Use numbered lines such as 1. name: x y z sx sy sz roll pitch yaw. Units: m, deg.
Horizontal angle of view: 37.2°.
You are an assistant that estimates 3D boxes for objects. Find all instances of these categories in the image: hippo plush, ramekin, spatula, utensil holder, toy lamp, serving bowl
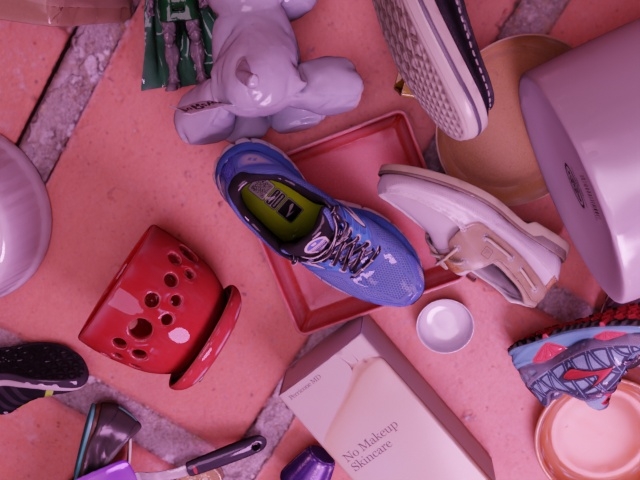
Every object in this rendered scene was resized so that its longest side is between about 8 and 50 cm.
1. hippo plush: -0.106 -0.262 1.212 0.234 0.294 0.237 -16 84 34
2. ramekin: -0.537 -0.024 1.348 0.277 0.135 0.277 1 105 4
3. spatula: -0.223 0.348 1.434 0.296 0.030 0.084 -16 113 -3
4. utensil holder: 0.471 -0.136 1.126 0.385 0.327 0.328 -23 102 6
5. toy lamp: -0.065 0.432 1.458 0.080 0.080 0.275 29 104 -3
6. serving bowl: 0.181 0.121 1.383 0.083 0.027 0.083 1 104 4

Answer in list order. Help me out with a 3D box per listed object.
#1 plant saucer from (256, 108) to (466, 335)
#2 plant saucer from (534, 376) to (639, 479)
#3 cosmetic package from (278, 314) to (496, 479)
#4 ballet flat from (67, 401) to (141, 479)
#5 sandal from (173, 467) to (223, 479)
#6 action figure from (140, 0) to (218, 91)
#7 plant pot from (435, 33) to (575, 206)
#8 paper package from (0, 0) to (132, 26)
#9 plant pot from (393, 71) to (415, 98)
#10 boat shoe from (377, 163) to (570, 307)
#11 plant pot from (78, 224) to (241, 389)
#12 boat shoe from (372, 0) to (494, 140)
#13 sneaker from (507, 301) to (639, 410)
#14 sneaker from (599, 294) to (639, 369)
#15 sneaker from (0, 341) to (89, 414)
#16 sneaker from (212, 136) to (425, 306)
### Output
1. plant saucer: 0.042 -0.025 1.347 0.259 0.048 0.258 -20 102 9
2. plant saucer: 0.414 0.288 1.404 0.200 0.037 0.200 1 105 5
3. cosmetic package: 0.100 0.274 1.387 0.160 0.113 0.309 -40 99 13
4. ballet flat: -0.352 0.381 1.463 0.096 0.095 0.280 21 106 -17
5. sandal: -0.245 0.438 1.472 0.088 0.079 0.240 41 104 -6
6. action figure: -0.192 -0.320 1.280 0.137 0.063 0.232 -8 108 -6
7. plant pot: 0.260 -0.161 1.270 0.236 0.032 0.236 -6 115 -13
8. paper package: -0.417 -0.367 1.159 0.324 0.309 0.168 10 105 3
9. plant pot: 0.152 -0.226 1.271 0.083 0.081 0.081 14 105 -6
10. boat shoe: 0.198 -0.004 1.263 0.302 0.113 0.103 25 82 -20
11. plant pot: -0.215 0.098 1.331 0.174 0.191 0.191 32 105 -12
12. boat shoe: 0.124 -0.365 1.142 0.156 0.187 0.500 -17 80 -4
13. sneaker: 0.382 0.162 1.289 0.262 0.104 0.125 -26 85 51
14. sneaker: 0.477 0.072 1.277 0.106 0.162 0.281 29 104 -3
15. sneaker: -0.461 0.215 1.447 0.234 0.084 0.097 0 128 5
16. sneaker: 0.000 0.000 1.247 0.330 0.147 0.130 32 106 -16
